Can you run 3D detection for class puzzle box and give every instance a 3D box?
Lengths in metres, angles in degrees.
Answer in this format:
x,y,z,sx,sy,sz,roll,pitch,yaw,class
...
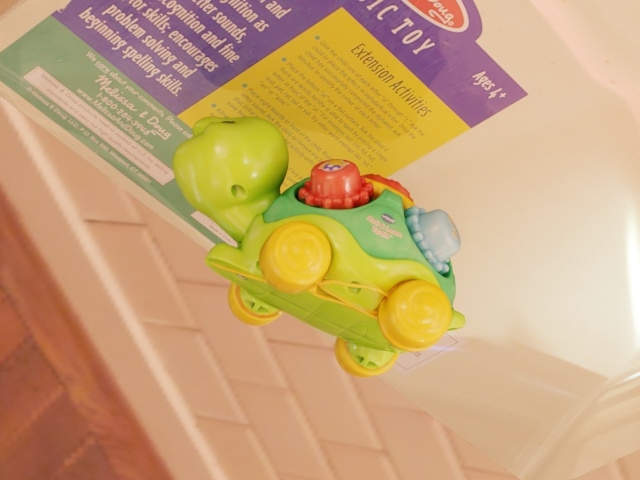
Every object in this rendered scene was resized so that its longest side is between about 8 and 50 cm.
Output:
x,y,z,sx,sy,sz,roll,pitch,yaw,class
0.086,-0.045,0.653,0.409,0.272,0.052,39,36,-33,puzzle box

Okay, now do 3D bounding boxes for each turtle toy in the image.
x,y,z,sx,sy,sz,roll,pitch,yaw,class
0.000,0.000,0.581,0.130,0.095,0.066,27,72,-7,turtle toy
